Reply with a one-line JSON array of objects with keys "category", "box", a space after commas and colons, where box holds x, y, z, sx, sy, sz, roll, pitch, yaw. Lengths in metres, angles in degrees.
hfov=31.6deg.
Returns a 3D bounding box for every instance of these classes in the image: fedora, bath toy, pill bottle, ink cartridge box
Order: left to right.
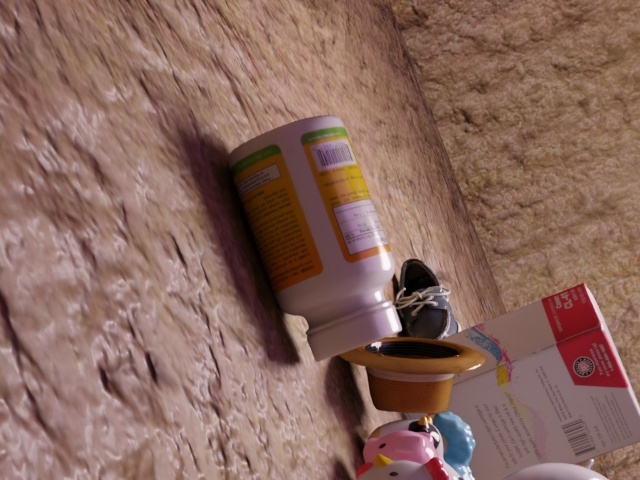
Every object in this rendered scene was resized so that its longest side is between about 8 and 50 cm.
[{"category": "pill bottle", "box": [0.000, 0.000, 1.232, 0.136, 0.136, 0.245, 1, 68, -76]}, {"category": "fedora", "box": [0.110, 0.169, 1.384, 0.194, 0.194, 0.079, -16, 109, -77]}, {"category": "bath toy", "box": [0.104, 0.266, 1.248, 0.151, 0.129, 0.348, 40, 8, 13]}, {"category": "ink cartridge box", "box": [0.295, 0.229, 1.666, 0.131, 0.306, 0.226, -89, 154, -59]}]

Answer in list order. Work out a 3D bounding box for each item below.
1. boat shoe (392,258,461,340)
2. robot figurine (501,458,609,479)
[{"category": "boat shoe", "box": [0.169, 0.105, 1.817, 0.254, 0.095, 0.079, -85, 152, -65]}, {"category": "robot figurine", "box": [0.281, 0.403, 1.301, 0.353, 0.300, 0.200, -88, 167, -52]}]
